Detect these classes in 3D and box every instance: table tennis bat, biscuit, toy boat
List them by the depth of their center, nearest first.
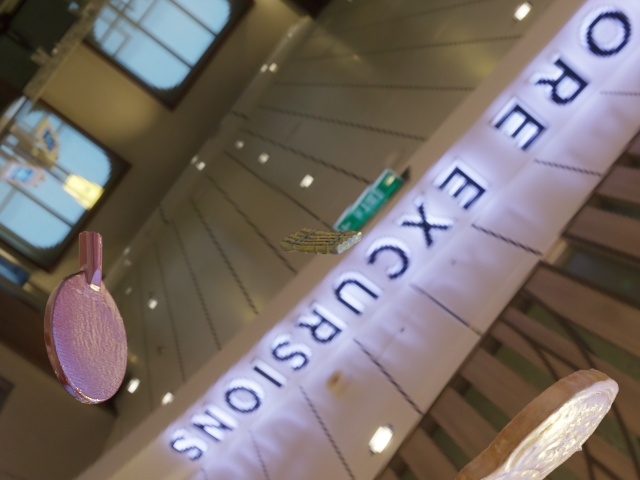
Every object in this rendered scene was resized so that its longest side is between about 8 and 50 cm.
[{"bbox_3d":[0.000,0.000,1.441,0.115,0.016,0.063,3,-156,42],"label":"toy boat"},{"bbox_3d":[-0.396,0.128,1.694,0.038,0.200,0.310,-18,-120,21],"label":"table tennis bat"},{"bbox_3d":[0.389,0.374,1.766,0.365,0.062,0.385,-43,152,5],"label":"biscuit"}]
